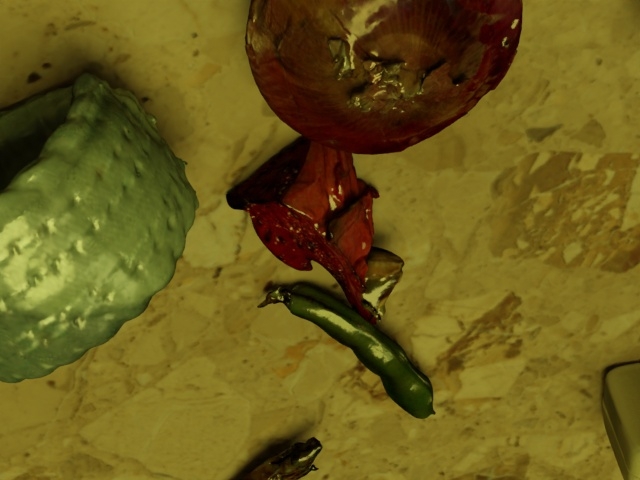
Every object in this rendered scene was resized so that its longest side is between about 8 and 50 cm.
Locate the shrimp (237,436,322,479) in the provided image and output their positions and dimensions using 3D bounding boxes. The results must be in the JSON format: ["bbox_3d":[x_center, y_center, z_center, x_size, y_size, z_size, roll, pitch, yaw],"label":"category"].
[{"bbox_3d":[-0.027,0.273,1.815,0.148,0.035,0.195,33,122,-24],"label":"shrimp"}]

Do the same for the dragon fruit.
[{"bbox_3d":[0.004,0.011,1.597,0.122,0.092,0.192,-25,125,10],"label":"dragon fruit"}]

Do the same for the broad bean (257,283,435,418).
[{"bbox_3d":[0.041,0.103,1.703,0.227,0.039,0.069,38,141,-26],"label":"broad bean"}]

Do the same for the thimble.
[{"bbox_3d":[-0.225,-0.018,1.469,0.250,0.205,0.172,-42,119,-18],"label":"thimble"}]

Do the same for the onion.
[{"bbox_3d":[0.059,-0.160,1.440,0.230,0.163,0.230,-6,120,-11],"label":"onion"}]

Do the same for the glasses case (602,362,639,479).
[{"bbox_3d":[0.438,0.165,1.747,0.313,0.131,0.070,-9,127,-2],"label":"glasses case"}]
